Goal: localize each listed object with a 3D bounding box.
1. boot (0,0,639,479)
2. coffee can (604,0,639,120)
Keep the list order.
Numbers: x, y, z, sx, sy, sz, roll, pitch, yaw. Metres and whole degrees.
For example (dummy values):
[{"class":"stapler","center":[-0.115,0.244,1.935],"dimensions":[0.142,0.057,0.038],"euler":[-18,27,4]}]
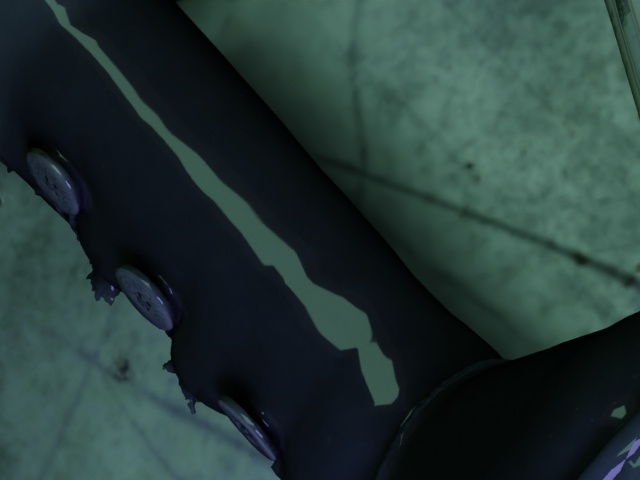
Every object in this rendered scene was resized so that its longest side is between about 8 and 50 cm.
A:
[{"class":"boot","center":[-0.001,0.001,0.863],"dimensions":[0.146,0.367,0.445],"euler":[-28,66,-24]},{"class":"coffee can","center":[0.231,-0.084,0.824],"dimensions":[0.201,0.201,0.275],"euler":[-19,76,22]}]
